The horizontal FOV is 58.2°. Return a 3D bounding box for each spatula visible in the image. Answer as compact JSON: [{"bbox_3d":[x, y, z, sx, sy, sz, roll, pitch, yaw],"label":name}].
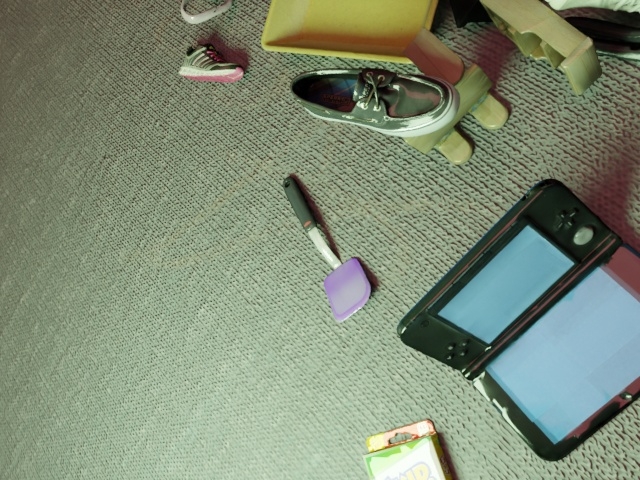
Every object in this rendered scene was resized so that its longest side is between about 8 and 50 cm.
[{"bbox_3d":[0.000,0.000,1.017,0.084,0.030,0.296,-38,65,20],"label":"spatula"}]

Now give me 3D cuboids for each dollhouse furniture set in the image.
[{"bbox_3d":[0.230,-0.205,0.797,0.242,0.212,0.161,-47,63,19],"label":"dollhouse furniture set"}]

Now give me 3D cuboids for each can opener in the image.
[{"bbox_3d":[0.421,-0.274,0.792,0.186,0.073,0.059,19,132,35],"label":"can opener"}]

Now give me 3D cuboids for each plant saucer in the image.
[{"bbox_3d":[0.083,-0.467,1.001,0.333,0.081,0.332,17,92,32],"label":"plant saucer"}]

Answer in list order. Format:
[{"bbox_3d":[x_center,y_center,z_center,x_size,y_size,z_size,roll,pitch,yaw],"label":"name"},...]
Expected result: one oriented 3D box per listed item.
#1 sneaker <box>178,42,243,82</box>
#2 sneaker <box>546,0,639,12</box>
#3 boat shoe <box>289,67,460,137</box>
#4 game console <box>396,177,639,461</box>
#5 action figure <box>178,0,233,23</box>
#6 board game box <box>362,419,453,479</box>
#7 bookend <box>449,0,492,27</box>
[{"bbox_3d":[-0.224,-0.368,1.183,0.170,0.063,0.074,14,97,37],"label":"sneaker"},{"bbox_3d":[0.418,-0.325,0.706,0.292,0.110,0.118,-17,88,-8],"label":"sneaker"},{"bbox_3d":[0.059,-0.186,0.729,0.228,0.076,0.080,18,95,33],"label":"boat shoe"},{"bbox_3d":[0.296,0.114,0.747,0.293,0.250,0.173,-49,36,16],"label":"game console"},{"bbox_3d":[-0.303,-0.655,1.241,0.370,0.248,0.275,31,142,43],"label":"action figure"},{"bbox_3d":[0.154,0.415,0.867,0.124,0.039,0.259,-27,68,25],"label":"board game box"},{"bbox_3d":[0.298,-0.395,0.854,0.157,0.156,0.072,-7,76,-14],"label":"bookend"}]
